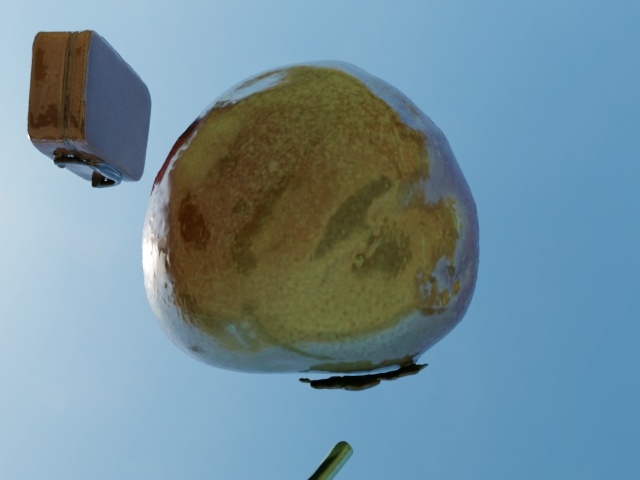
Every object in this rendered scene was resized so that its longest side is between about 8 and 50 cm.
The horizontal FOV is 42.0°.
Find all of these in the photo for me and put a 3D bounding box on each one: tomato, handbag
[{"bbox_3d":[0.000,0.000,0.743,0.303,0.303,0.239,-36,-151,-5],"label":"tomato"},{"bbox_3d":[-0.260,-0.143,0.949,0.072,0.193,0.151,1,-104,7],"label":"handbag"}]

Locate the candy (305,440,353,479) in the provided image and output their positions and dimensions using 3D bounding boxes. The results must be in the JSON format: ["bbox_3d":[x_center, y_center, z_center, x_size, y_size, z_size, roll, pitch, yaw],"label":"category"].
[{"bbox_3d":[-0.092,0.266,0.537,0.119,0.119,0.440,25,-143,23],"label":"candy"}]
